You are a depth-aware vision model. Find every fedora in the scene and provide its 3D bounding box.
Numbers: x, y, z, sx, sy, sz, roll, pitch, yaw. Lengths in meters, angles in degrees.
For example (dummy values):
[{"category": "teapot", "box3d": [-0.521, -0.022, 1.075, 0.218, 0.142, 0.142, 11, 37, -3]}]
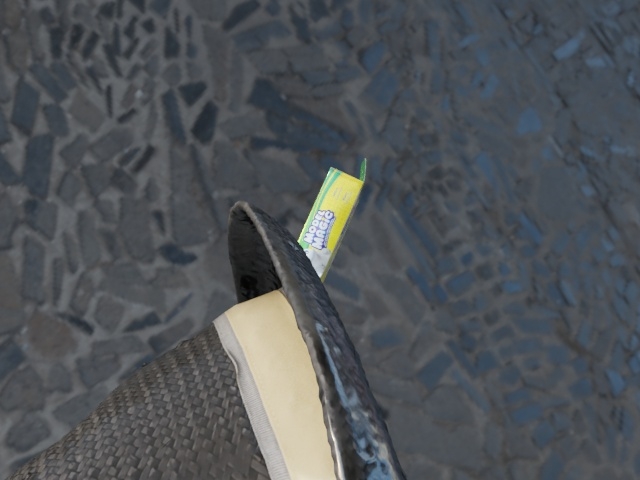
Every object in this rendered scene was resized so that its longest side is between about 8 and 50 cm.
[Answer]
[{"category": "fedora", "box3d": [-0.047, 0.145, 0.438, 0.152, 0.334, 0.334, -15, 70, -9]}]

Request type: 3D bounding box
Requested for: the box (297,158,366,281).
[{"category": "box", "box3d": [0.000, 0.000, 1.125, 0.043, 0.105, 0.179, 26, 80, 3]}]
